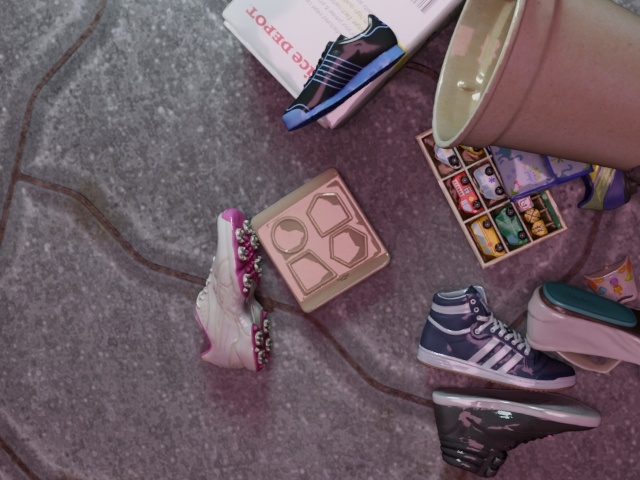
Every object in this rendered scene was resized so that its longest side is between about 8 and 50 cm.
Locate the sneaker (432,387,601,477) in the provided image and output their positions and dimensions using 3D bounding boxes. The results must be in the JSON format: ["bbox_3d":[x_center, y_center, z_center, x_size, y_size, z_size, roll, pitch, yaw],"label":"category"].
[{"bbox_3d":[0.345,0.348,1.872,0.296,0.104,0.147,2,98,16],"label":"sneaker"}]

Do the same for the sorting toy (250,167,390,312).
[{"bbox_3d":[0.000,0.000,1.932,0.193,0.038,0.208,-32,85,11],"label":"sorting toy"}]

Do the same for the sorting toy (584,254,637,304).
[{"bbox_3d":[0.519,0.080,1.847,0.083,0.045,0.075,-28,109,12],"label":"sorting toy"}]

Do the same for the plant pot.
[{"bbox_3d":[0.375,-0.255,1.610,0.305,0.334,0.334,17,99,-9],"label":"plant pot"}]

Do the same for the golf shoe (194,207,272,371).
[{"bbox_3d":[-0.176,0.095,1.928,0.140,0.115,0.306,-3,99,18],"label":"golf shoe"}]

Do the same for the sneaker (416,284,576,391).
[{"bbox_3d":[0.318,0.169,1.857,0.282,0.099,0.153,11,99,12],"label":"sneaker"}]

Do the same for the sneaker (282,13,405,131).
[{"bbox_3d":[0.022,-0.273,1.718,0.232,0.081,0.090,-35,88,5],"label":"sneaker"}]

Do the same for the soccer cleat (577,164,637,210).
[{"bbox_3d":[0.455,-0.190,1.801,0.121,0.093,0.289,-14,93,14],"label":"soccer cleat"}]

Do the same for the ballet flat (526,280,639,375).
[{"bbox_3d":[0.537,0.178,1.803,0.400,0.139,0.139,15,98,-3],"label":"ballet flat"}]

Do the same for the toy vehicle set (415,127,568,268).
[{"bbox_3d":[0.303,-0.103,1.864,0.166,0.035,0.267,-27,90,11],"label":"toy vehicle set"}]

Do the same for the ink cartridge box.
[{"bbox_3d":[0.064,-0.419,1.813,0.384,0.160,0.279,-44,88,11],"label":"ink cartridge box"}]

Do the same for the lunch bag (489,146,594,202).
[{"bbox_3d":[0.369,-0.148,1.779,0.151,0.096,0.129,-20,86,9],"label":"lunch bag"}]
